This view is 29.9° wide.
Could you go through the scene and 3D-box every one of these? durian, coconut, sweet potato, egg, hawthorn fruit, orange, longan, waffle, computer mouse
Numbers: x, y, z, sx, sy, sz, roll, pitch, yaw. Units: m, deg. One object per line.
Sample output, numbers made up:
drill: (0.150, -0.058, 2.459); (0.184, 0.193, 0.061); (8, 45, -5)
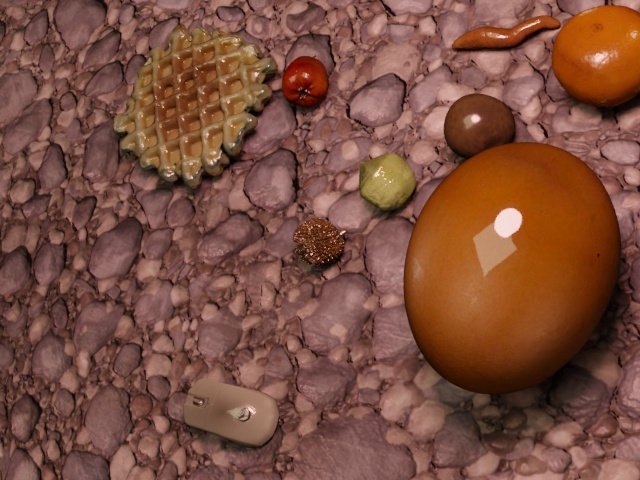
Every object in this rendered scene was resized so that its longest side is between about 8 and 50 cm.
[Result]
durian: (0.000, 0.000, 1.908); (0.091, 0.080, 0.080); (-27, 60, -1)
coconut: (0.100, -0.094, 1.879); (0.096, 0.088, 0.088); (40, 93, 4)
sweet potato: (0.289, -0.323, 1.891); (0.179, 0.044, 0.044); (-8, 68, 27)
egg: (0.256, 0.037, 1.627); (0.282, 0.282, 0.351); (22, 94, 33)
hawthorn fruit: (-0.024, -0.274, 2.023); (0.081, 0.081, 0.093); (-17, 35, 22)
orange: (0.417, -0.268, 1.751); (0.156, 0.124, 0.156); (-12, 51, 15)
longan: (0.243, -0.171, 1.826); (0.113, 0.092, 0.113); (-1, 77, 3)
waffle: (-0.226, -0.242, 2.126); (0.309, 0.056, 0.292); (27, 86, 34)
computer mouse: (-0.153, 0.267, 1.898); (0.181, 0.056, 0.089); (11, 73, 32)
